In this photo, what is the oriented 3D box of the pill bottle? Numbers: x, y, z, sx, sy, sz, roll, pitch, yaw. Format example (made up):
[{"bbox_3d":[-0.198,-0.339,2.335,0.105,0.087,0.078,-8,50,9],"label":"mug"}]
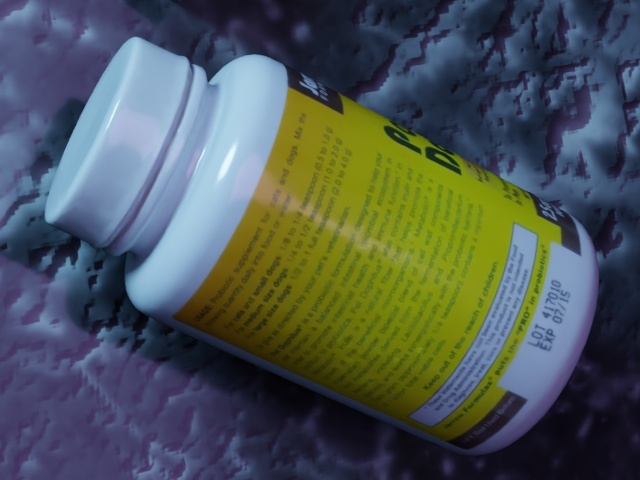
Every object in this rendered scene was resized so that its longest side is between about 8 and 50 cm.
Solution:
[{"bbox_3d":[0.000,0.000,0.596,0.215,0.117,0.117,26,75,-18],"label":"pill bottle"}]
